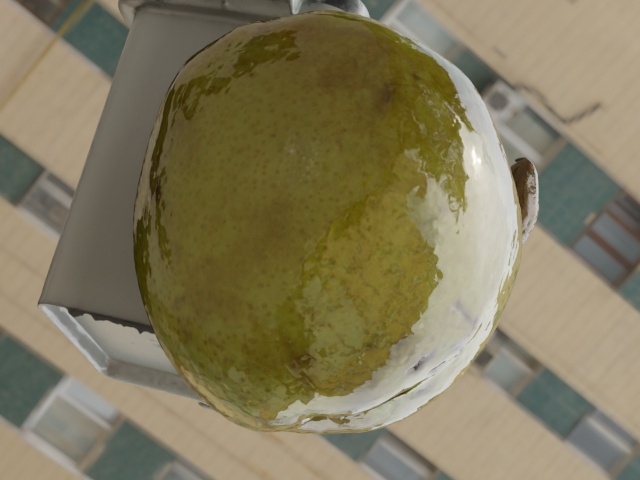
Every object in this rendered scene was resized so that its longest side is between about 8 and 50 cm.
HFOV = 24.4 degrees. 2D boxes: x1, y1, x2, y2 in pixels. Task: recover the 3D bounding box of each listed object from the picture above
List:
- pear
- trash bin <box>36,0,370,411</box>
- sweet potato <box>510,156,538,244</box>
[{"bbox_3d":[0.000,0.000,1.092,0.304,0.304,0.304,-46,-163,18],"label":"pear"},{"bbox_3d":[-0.097,-0.058,1.347,0.296,0.255,0.368,65,41,-59],"label":"trash bin"},{"bbox_3d":[0.154,0.004,1.390,0.182,0.054,0.053,-53,-165,34],"label":"sweet potato"}]
